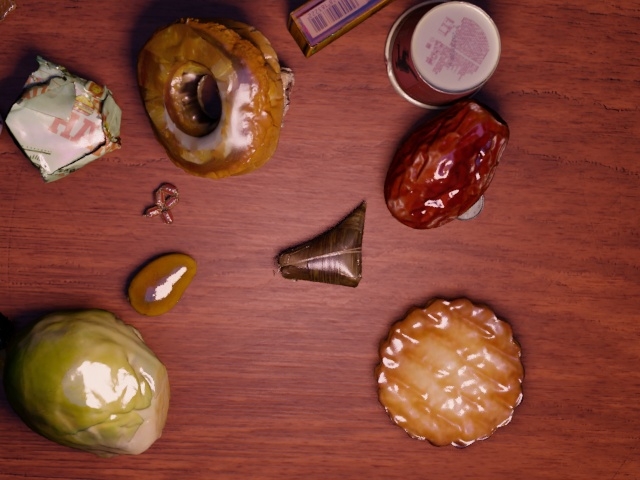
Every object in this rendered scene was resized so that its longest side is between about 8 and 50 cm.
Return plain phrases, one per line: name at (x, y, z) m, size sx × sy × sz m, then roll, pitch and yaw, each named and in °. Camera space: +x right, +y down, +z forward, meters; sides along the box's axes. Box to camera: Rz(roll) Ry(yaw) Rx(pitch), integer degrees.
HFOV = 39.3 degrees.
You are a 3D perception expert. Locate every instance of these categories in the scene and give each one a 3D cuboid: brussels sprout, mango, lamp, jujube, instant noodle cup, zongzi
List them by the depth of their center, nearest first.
brussels sprout at (-0.463, 0.280, 1.792) m, size 0.344 × 0.344 × 0.268 m, roll 22°, pitch 59°, yaw -6°
instant noodle cup at (0.256, -0.380, 1.811) m, size 0.235 × 0.178 × 0.235 m, roll -1°, pitch 98°, yaw -4°
jujube at (0.251, -0.153, 1.824) m, size 0.197 × 0.197 × 0.290 m, roll 37°, pitch 109°, yaw -6°
mango at (-0.328, 0.089, 1.870) m, size 0.161 × 0.076 × 0.103 m, roll -41°, pitch 92°, yaw -3°
lamp at (-0.328, -0.079, 1.876) m, size 0.063 × 0.031 × 0.083 m, roll 18°, pitch 91°, yaw -7°
zongzi at (0.000, 0.000, 1.888) m, size 0.187 × 0.084 × 0.184 m, roll 6°, pitch 81°, yaw 0°

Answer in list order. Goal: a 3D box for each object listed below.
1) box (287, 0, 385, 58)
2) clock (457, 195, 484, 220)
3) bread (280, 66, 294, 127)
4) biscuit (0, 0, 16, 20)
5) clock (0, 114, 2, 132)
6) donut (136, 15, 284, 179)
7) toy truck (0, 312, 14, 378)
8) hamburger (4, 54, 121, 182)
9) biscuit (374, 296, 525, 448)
box at (0.080, -0.484, 1.780) m, size 0.301 × 0.193 × 0.084 m, roll -33°, pitch 97°, yaw 0°
clock at (0.310, -0.084, 1.924) m, size 0.085 × 0.017 × 0.085 m, roll 0°, pitch 95°, yaw -4°
bread at (-0.111, -0.301, 1.845) m, size 0.106 × 0.082 × 0.125 m, roll 15°, pitch 106°, yaw 9°
biscuit at (-0.740, -0.445, 1.813) m, size 0.237 × 0.026 × 0.131 m, roll -43°, pitch 95°, yaw 2°
clock at (-0.726, -0.262, 1.805) m, size 0.176 × 0.080 × 0.117 m, roll 11°, pitch 94°, yaw -3°
donut at (-0.217, -0.281, 1.759) m, size 0.330 × 0.160 × 0.330 m, roll 4°, pitch 103°, yaw 16°
toy truck at (-0.759, 0.236, 1.835) m, size 0.257 × 0.127 × 0.127 m, roll -9°, pitch 111°, yaw -2°
hamburger at (-0.519, -0.254, 1.800) m, size 0.214 × 0.125 × 0.235 m, roll -33°, pitch 101°, yaw -6°
biscuit at (0.275, 0.278, 1.915) m, size 0.326 × 0.107 × 0.325 m, roll 0°, pitch 93°, yaw -1°
